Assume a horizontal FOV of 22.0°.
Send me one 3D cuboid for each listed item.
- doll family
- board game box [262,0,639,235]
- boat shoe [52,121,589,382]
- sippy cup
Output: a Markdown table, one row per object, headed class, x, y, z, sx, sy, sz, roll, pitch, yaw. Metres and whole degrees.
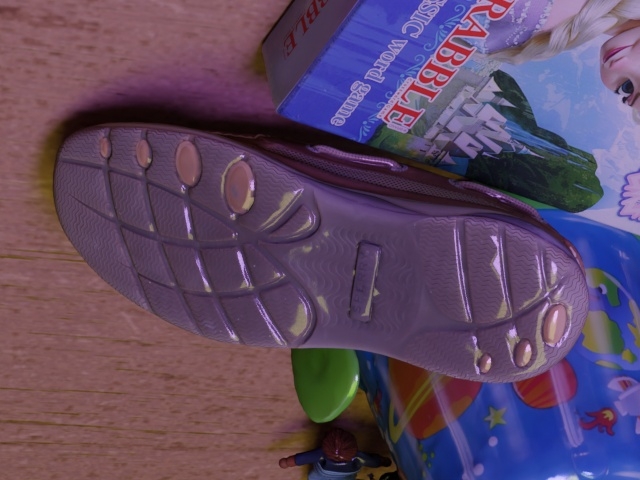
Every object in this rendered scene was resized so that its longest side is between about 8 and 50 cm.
| class | x | y | z | sx | sy | sz | roll | pitch | yaw |
| --- | --- | --- | --- | --- | --- | --- | --- | --- | --- |
| doll family | 0.068 | 0.174 | 1.252 | 0.193 | 0.076 | 0.111 | -12 | 163 | -8 |
| board game box | 0.182 | -0.151 | 0.930 | 0.318 | 0.066 | 0.319 | 16 | 132 | -28 |
| boat shoe | 0.000 | 0.000 | 0.978 | 0.324 | 0.116 | 0.123 | 18 | 109 | 10 |
| sippy cup | 0.139 | 0.112 | 1.096 | 0.305 | 0.224 | 0.240 | -10 | 139 | -4 |
